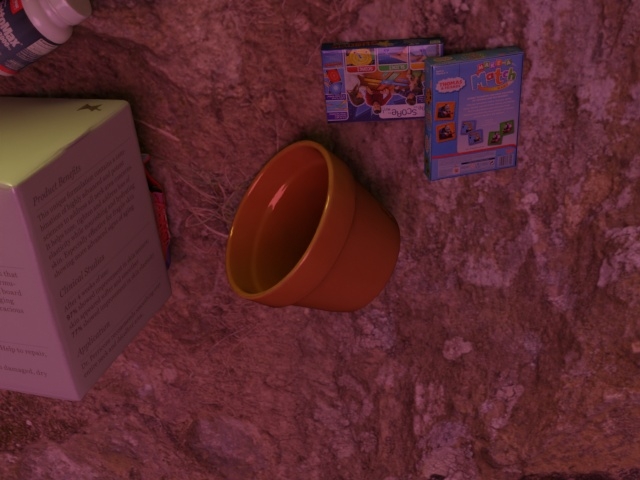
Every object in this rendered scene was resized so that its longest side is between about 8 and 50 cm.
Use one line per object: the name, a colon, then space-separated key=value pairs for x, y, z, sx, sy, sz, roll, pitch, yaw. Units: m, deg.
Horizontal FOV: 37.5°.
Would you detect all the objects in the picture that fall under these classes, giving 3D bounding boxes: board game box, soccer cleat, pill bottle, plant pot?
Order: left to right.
pill bottle: x=-0.466 y=-0.353 z=1.527 sx=0.180 sy=0.108 sz=0.108 roll=-27 pitch=117 yaw=20
soccer cleat: x=-0.315 y=-0.047 z=1.736 sx=0.095 sy=0.083 sz=0.248 roll=-15 pitch=118 yaw=9
plant pot: x=0.000 y=0.000 z=1.635 sx=0.204 sy=0.290 sz=0.291 roll=27 pitch=123 yaw=-31
board game box: x=0.106 y=-0.266 z=1.581 sx=0.201 sy=0.035 sz=0.136 roll=-1 pitch=123 yaw=6
board game box: x=0.254 y=-0.210 z=1.577 sx=0.160 sy=0.039 sz=0.211 roll=-10 pitch=124 yaw=-10

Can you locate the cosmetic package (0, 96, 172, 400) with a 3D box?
cosmetic package: x=-0.493 y=-0.001 z=1.577 sx=0.328 sy=0.329 sz=0.393 roll=5 pitch=121 yaw=21
